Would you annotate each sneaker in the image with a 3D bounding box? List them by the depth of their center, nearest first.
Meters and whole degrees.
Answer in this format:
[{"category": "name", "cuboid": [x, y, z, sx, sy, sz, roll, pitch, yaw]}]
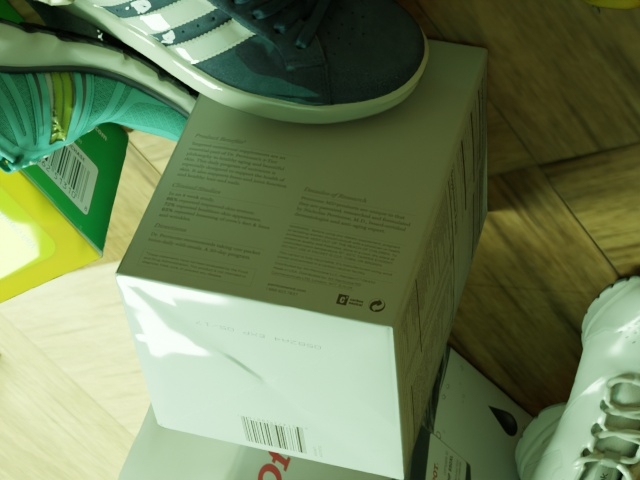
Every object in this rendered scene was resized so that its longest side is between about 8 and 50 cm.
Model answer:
[{"category": "sneaker", "cuboid": [-0.084, -0.199, 1.207, 0.350, 0.131, 0.148, 21, 149, 1]}, {"category": "sneaker", "cuboid": [-0.211, -0.102, 1.268, 0.275, 0.110, 0.107, 8, -172, -36]}, {"category": "sneaker", "cuboid": [-0.154, -0.151, 1.380, 0.089, 0.051, 0.170, -14, 127, 39]}, {"category": "sneaker", "cuboid": [0.248, 0.153, 1.473, 0.111, 0.129, 0.297, 17, 129, -3]}]

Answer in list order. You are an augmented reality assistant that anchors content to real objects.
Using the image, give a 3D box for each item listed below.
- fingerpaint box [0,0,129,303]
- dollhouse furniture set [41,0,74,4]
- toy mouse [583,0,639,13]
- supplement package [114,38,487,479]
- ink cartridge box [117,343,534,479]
[{"category": "fingerpaint box", "cuboid": [-0.437, -0.114, 1.407, 0.371, 0.163, 0.445, -24, 126, 25]}, {"category": "dollhouse furniture set", "cuboid": [-0.161, -0.302, 0.968, 0.151, 0.301, 0.197, 15, 145, 7]}, {"category": "toy mouse", "cuboid": [0.164, -0.202, 1.162, 0.161, 0.031, 0.143, -8, 135, 35]}, {"category": "supplement package", "cuboid": [0.000, 0.000, 1.310, 0.199, 0.262, 0.198, 11, 144, 14]}, {"category": "ink cartridge box", "cuboid": [0.040, 0.231, 1.570, 0.395, 0.285, 0.166, 41, 139, -25]}]
